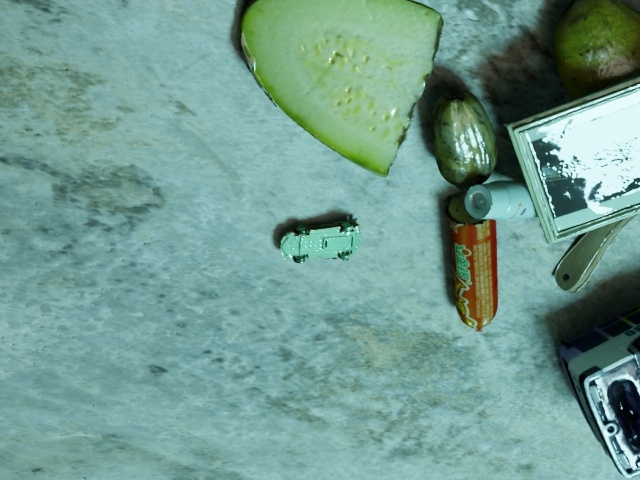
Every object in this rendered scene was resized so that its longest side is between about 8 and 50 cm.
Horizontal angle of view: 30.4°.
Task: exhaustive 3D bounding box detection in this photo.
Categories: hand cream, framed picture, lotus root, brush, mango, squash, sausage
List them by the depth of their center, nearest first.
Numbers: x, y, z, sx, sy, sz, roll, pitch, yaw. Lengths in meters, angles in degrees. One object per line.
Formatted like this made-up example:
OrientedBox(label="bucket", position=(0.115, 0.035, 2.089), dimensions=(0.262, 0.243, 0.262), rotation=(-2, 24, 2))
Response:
OrientedBox(label="squash", position=(0.011, -0.216, 1.478), dimensions=(0.155, 0.204, 0.237), rotation=(-13, 133, -45))
OrientedBox(label="framed picture", position=(0.428, -0.122, 1.641), dimensions=(0.293, 0.018, 0.231), rotation=(-20, 126, 11))
OrientedBox(label="lotus root", position=(0.203, -0.143, 1.664), dimensions=(0.089, 0.081, 0.179), rotation=(-15, 130, 3))
OrientedBox(label="mango", position=(0.459, -0.222, 1.671), dimensions=(0.329, 0.175, 0.177), rotation=(19, 77, -32))
OrientedBox(label="hand cream", position=(0.334, -0.067, 1.765), dimensions=(0.331, 0.058, 0.085), rotation=(-7, 125, -47))
OrientedBox(label="sausage", position=(0.241, 0.046, 1.825), dimensions=(0.083, 0.083, 0.264), rotation=(-19, 131, -11))
OrientedBox(label="brush", position=(0.491, -0.047, 1.883), dimensions=(0.065, 0.070, 0.327), rotation=(11, 121, -42))

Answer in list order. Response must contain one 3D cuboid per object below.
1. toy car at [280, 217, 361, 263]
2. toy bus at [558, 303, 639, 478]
OrientedBox(label="toy car", position=(0.000, 0.000, 1.710), dimensions=(0.121, 0.035, 0.059), rotation=(-4, 126, -11))
OrientedBox(label="toy bus", position=(0.631, 0.196, 1.999), dimensions=(0.439, 0.249, 0.209), rotation=(-27, 102, -4))
